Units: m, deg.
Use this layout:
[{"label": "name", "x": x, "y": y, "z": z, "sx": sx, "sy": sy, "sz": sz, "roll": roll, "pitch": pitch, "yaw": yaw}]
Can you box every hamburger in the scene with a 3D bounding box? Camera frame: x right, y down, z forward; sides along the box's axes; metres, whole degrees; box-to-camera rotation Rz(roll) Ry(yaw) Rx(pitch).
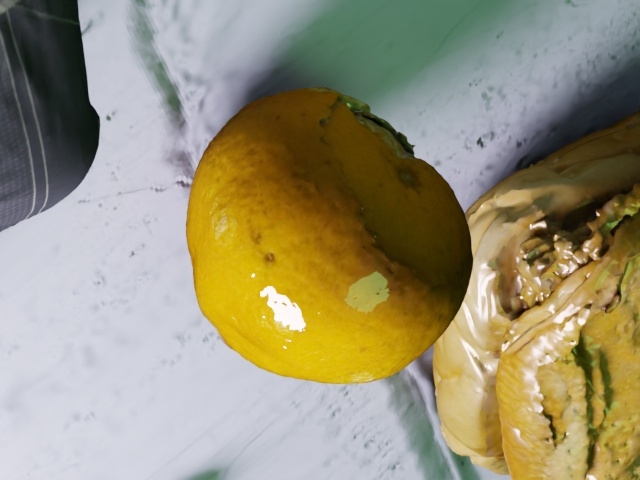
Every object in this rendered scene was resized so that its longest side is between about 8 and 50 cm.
[{"label": "hamburger", "x": 0.210, "y": 0.030, "z": 1.251, "sx": 0.319, "sy": 0.158, "sz": 0.318, "roll": -27, "pitch": 142, "yaw": -24}]

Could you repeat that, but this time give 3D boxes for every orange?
[{"label": "orange", "x": 0.000, "y": 0.000, "z": 1.016, "sx": 0.134, "sy": 0.156, "sz": 0.156, "roll": -33, "pitch": 150, "yaw": 20}]

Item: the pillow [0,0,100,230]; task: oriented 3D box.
[{"label": "pillow", "x": -0.166, "y": -0.116, "z": 0.756, "sx": 0.161, "sy": 0.092, "sz": 0.335, "roll": -35, "pitch": 143, "yaw": -29}]
